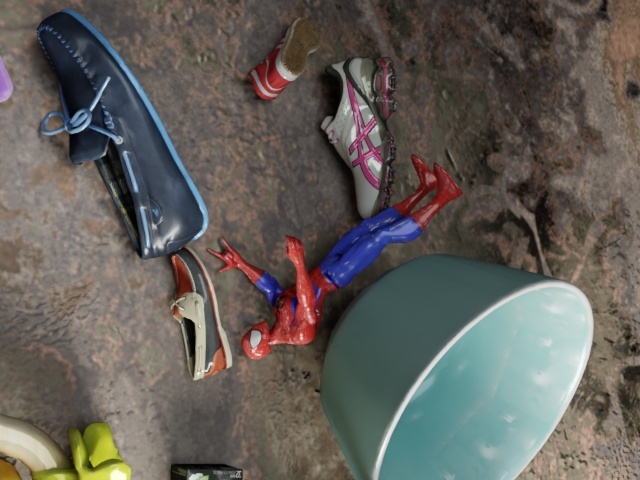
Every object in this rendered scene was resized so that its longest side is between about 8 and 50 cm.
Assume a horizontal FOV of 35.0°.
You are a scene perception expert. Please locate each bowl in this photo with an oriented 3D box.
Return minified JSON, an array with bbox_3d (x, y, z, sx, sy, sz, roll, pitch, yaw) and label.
[{"bbox_3d":[0.120,0.136,1.058,0.311,0.163,0.311,-26,135,-29],"label":"bowl"}]

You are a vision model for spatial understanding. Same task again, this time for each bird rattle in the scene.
[{"bbox_3d":[-0.290,0.261,0.920,0.207,0.143,0.253,40,81,-7],"label":"bird rattle"}]

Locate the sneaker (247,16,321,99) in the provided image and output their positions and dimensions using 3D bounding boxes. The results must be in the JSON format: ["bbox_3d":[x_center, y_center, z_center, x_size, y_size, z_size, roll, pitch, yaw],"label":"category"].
[{"bbox_3d":[-0.041,-0.200,1.122,0.042,0.067,0.118,43,38,-15],"label":"sneaker"}]

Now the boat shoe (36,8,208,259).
[{"bbox_3d":[-0.203,-0.098,0.985,0.089,0.109,0.258,-36,100,-22],"label":"boat shoe"}]

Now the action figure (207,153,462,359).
[{"bbox_3d":[0.000,0.000,1.061,0.280,0.091,0.139,-47,111,-3],"label":"action figure"}]

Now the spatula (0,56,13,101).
[{"bbox_3d":[-0.386,-0.258,0.945,0.084,0.030,0.296,-28,98,-25],"label":"spatula"}]

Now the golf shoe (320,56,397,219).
[{"bbox_3d":[0.044,-0.113,1.148,0.086,0.067,0.186,0,93,8],"label":"golf shoe"}]

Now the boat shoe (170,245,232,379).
[{"bbox_3d":[-0.130,0.074,1.039,0.043,0.049,0.137,-19,99,-26],"label":"boat shoe"}]

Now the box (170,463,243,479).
[{"bbox_3d":[-0.117,0.270,1.021,0.062,0.052,0.083,7,83,-26],"label":"box"}]
